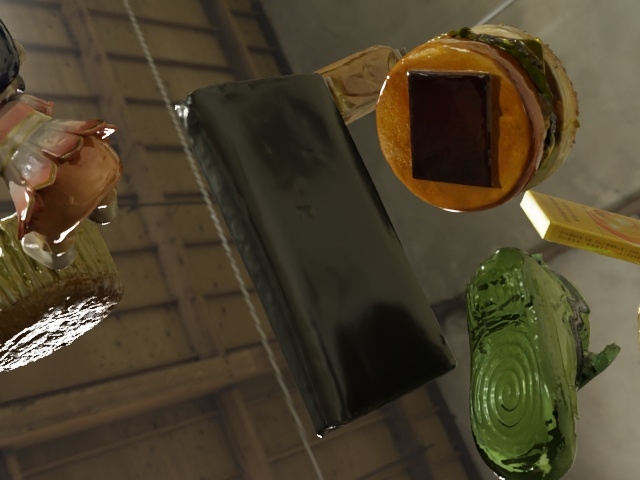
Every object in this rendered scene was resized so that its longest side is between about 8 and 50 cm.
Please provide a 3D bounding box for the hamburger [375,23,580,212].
[{"bbox_3d":[0.238,-0.189,1.333,0.225,0.291,0.291,-27,-96,-45],"label":"hamburger"}]

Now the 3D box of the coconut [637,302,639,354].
[{"bbox_3d":[0.561,0.129,1.074,0.329,0.329,0.329,30,-138,-32],"label":"coconut"}]

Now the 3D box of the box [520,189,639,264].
[{"bbox_3d":[0.493,-0.014,1.542,0.269,0.043,0.152,14,-156,-9],"label":"box"}]

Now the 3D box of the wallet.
[{"bbox_3d":[-0.001,0.000,1.037,0.228,0.062,0.406,-17,-99,-44],"label":"wallet"}]

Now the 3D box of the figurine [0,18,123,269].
[{"bbox_3d":[-0.192,-0.082,0.506,0.195,0.102,0.111,38,-126,-7],"label":"figurine"}]

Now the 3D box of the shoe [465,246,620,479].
[{"bbox_3d":[0.238,0.130,0.970,0.128,0.140,0.262,2,-115,-21],"label":"shoe"}]

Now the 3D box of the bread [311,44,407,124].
[{"bbox_3d":[0.046,-0.267,1.589,0.241,0.136,0.107,-32,-84,-37],"label":"bread"}]

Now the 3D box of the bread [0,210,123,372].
[{"bbox_3d":[-0.400,0.076,1.196,0.142,0.253,0.227,55,-167,13],"label":"bread"}]
